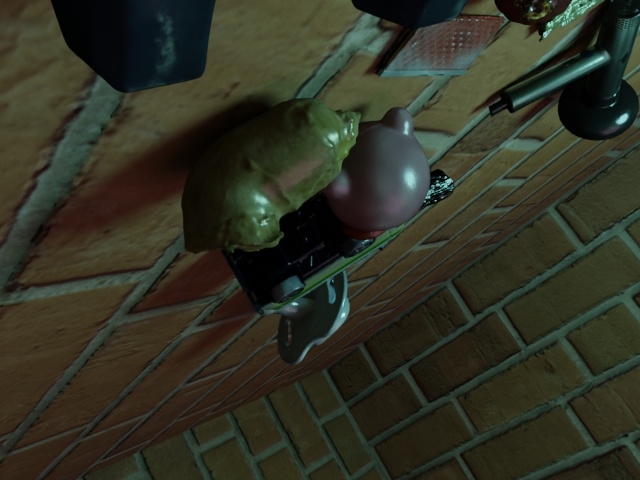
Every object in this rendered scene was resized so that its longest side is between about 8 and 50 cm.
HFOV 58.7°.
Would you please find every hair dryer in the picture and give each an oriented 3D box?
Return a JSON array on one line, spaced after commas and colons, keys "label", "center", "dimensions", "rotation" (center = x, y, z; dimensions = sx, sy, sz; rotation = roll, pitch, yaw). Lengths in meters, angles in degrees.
[{"label": "hair dryer", "center": [0.473, -0.312, 1.117], "dimensions": [0.284, 0.156, 0.320], "rotation": [-16, 155, 20]}]

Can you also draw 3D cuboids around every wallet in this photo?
[{"label": "wallet", "center": [0.169, -0.267, 0.783], "dimensions": [0.196, 0.020, 0.103], "rotation": [-16, 158, -40]}]

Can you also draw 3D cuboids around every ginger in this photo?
[{"label": "ginger", "center": [-0.065, -0.082, 0.697], "dimensions": [0.267, 0.152, 0.138], "rotation": [-49, 167, -8]}]

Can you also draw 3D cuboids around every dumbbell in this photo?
[{"label": "dumbbell", "center": [-0.026, -0.209, 0.399], "dimensions": [0.316, 0.144, 0.156], "rotation": [-23, 161, -27]}]

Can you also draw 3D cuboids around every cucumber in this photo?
[{"label": "cucumber", "center": [0.146, -0.066, 1.212], "dimensions": [0.300, 0.072, 0.072], "rotation": [-27, 162, -14]}]

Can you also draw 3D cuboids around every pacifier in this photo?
[{"label": "pacifier", "center": [-0.060, 0.143, 1.323], "dimensions": [0.225, 0.238, 0.287], "rotation": [22, 133, -30]}]

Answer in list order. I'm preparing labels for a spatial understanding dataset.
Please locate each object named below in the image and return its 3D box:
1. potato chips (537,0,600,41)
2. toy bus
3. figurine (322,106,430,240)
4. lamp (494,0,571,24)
[{"label": "potato chips", "center": [0.432, -0.384, 0.889], "dimensions": [0.207, 0.028, 0.092], "rotation": [-29, 164, -3]}, {"label": "toy bus", "center": [0.000, 0.000, 1.030], "dimensions": [0.305, 0.143, 0.179], "rotation": [-33, 165, 4]}, {"label": "figurine", "center": [0.081, -0.098, 0.858], "dimensions": [0.173, 0.173, 0.173], "rotation": [-28, 163, -10]}, {"label": "lamp", "center": [0.263, -0.313, 0.697], "dimensions": [0.101, 0.090, 0.101], "rotation": [6, 150, 4]}]
